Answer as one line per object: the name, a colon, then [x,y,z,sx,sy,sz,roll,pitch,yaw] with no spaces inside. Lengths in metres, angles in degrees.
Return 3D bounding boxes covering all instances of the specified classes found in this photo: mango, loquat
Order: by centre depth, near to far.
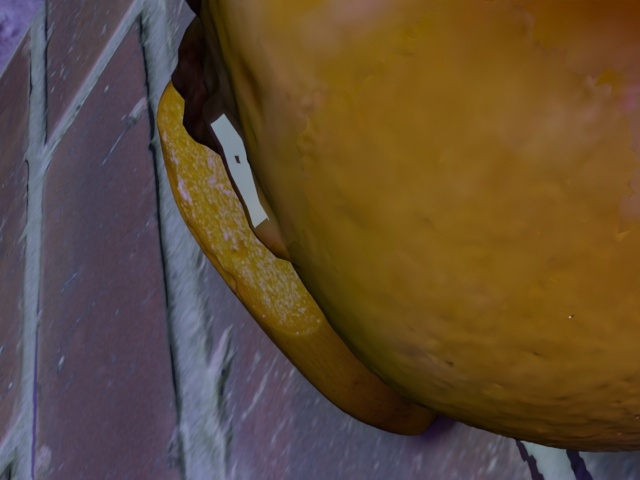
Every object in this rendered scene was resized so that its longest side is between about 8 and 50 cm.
loquat: [0.119,-0.100,0.680,0.360,0.328,0.328,-14,31,3]
mango: [0.005,-0.003,0.991,0.102,0.217,0.141,-28,2,-33]
